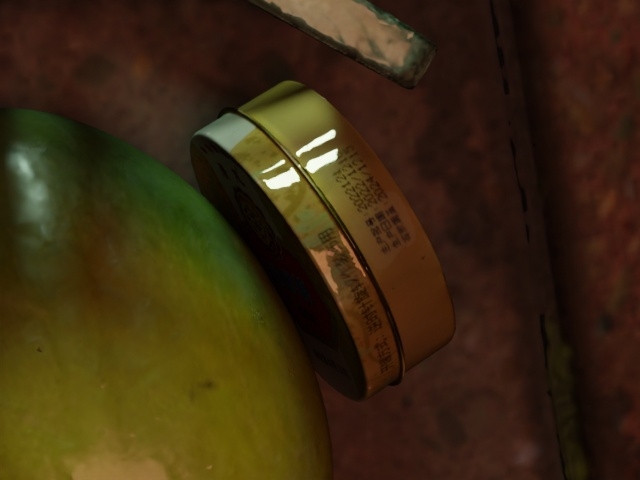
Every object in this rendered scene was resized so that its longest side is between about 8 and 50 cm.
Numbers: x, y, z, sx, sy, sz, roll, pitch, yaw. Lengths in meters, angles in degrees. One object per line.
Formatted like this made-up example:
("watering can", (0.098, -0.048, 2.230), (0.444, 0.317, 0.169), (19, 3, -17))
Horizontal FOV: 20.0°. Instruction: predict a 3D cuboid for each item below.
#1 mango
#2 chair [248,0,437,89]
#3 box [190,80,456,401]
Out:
("mango", (-0.070, 0.045, 0.573), (0.130, 0.092, 0.194), (-37, 90, -21))
("chair", (-0.127, -0.078, 0.514), (0.270, 0.136, 0.147), (34, 94, -22))
("box", (0.000, 0.000, 0.586), (0.037, 0.105, 0.105), (-32, 110, -15))
